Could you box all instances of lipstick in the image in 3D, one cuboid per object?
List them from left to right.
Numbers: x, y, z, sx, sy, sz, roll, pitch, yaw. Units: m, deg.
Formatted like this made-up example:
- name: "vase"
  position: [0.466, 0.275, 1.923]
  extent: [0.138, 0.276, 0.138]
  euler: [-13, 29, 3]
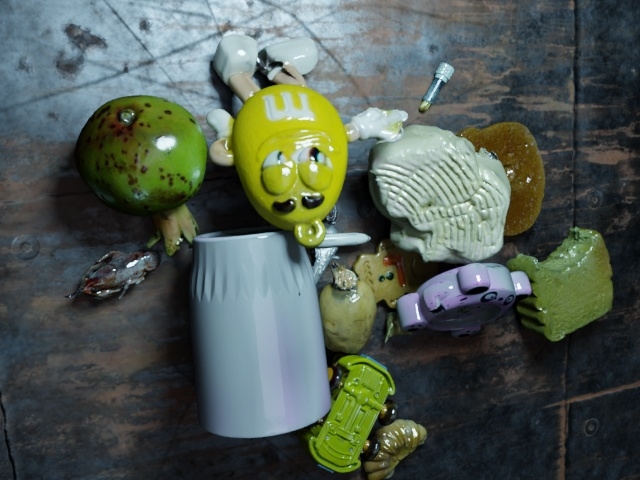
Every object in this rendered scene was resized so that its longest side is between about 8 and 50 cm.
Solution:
- name: "lipstick"
  position: [0.256, -0.339, 1.363]
  extent: [0.037, 0.037, 0.116]
  euler: [30, 90, -22]

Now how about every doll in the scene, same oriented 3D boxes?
- name: "doll"
  position: [-0.049, -0.219, 1.128]
  extent: [0.348, 0.161, 0.423]
  euler: [-40, 71, -21]

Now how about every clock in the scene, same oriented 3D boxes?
- name: "clock"
  position: [0.313, 0.131, 1.333]
  extent: [0.228, 0.248, 0.090]
  euler: [10, 57, -33]

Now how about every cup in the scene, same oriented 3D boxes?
- name: "cup"
  position: [-0.121, 0.166, 1.140]
  extent: [0.253, 0.253, 0.371]
  euler: [-8, 97, -20]

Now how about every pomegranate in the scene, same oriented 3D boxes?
- name: "pomegranate"
  position: [-0.323, -0.116, 1.095]
  extent: [0.231, 0.231, 0.286]
  euler: [1, 125, -21]

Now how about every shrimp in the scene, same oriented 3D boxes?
- name: "shrimp"
  position: [-0.394, 0.069, 1.153]
  extent: [0.190, 0.073, 0.075]
  euler: [-31, 64, -24]

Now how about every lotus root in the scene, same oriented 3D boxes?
- name: "lotus root"
  position: [0.056, 0.147, 1.302]
  extent: [0.125, 0.118, 0.220]
  euler: [-24, 124, -43]

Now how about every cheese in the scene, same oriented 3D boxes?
- name: "cheese"
  position: [0.169, 0.197, 1.398]
  extent: [0.084, 0.041, 0.060]
  euler: [-19, 112, -39]

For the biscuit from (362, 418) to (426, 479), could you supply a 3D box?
- name: "biscuit"
  position: [0.171, 0.491, 1.431]
  extent: [0.183, 0.061, 0.118]
  euler: [-37, 107, -12]

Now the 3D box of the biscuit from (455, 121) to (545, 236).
- name: "biscuit"
  position: [0.417, -0.140, 1.443]
  extent: [0.257, 0.049, 0.273]
  euler: [-9, 99, -17]

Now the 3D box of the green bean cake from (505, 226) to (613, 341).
- name: "green bean cake"
  position: [0.588, 0.100, 1.501]
  extent: [0.236, 0.124, 0.233]
  euler: [-21, 105, -17]

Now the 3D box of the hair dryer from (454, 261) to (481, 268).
- name: "hair dryer"
  position: [0.377, 0.085, 1.465]
  extent: [0.071, 0.047, 0.150]
  euler: [-33, 114, -15]

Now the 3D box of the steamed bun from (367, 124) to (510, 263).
- name: "steamed bun"
  position: [0.251, -0.108, 1.294]
  extent: [0.275, 0.206, 0.320]
  euler: [-27, 106, 17]

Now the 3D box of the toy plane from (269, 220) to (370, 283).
- name: "toy plane"
  position: [-0.003, 0.000, 1.297]
  extent: [0.226, 0.058, 0.226]
  euler: [-2, 86, -25]

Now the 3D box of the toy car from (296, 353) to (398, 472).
- name: "toy car"
  position: [0.043, 0.364, 1.320]
  extent: [0.200, 0.142, 0.248]
  euler: [39, 73, -23]

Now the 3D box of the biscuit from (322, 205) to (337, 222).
- name: "biscuit"
  position: [-0.008, -0.063, 1.271]
  extent: [0.087, 0.027, 0.089]
  euler: [45, 58, 1]

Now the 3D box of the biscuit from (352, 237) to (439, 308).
- name: "biscuit"
  position: [0.181, 0.070, 1.390]
  extent: [0.226, 0.036, 0.166]
  euler: [-11, 100, -20]
